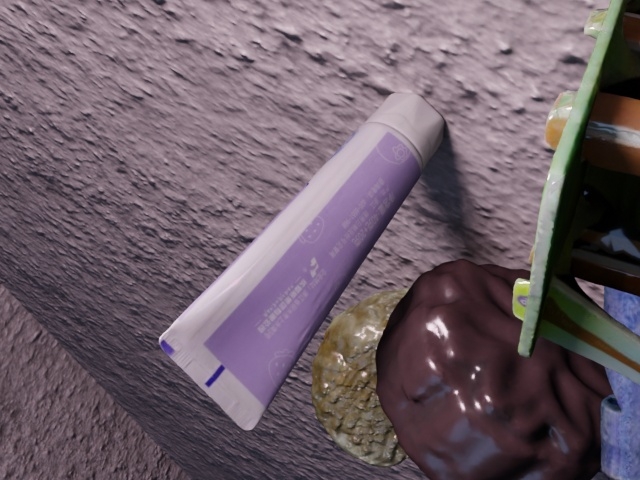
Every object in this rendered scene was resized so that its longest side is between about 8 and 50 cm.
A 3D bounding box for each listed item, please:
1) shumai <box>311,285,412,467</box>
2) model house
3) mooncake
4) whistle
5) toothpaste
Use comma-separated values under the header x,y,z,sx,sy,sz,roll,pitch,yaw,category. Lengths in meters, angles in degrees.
x,y,z,sx,sy,sz,roll,pitch,yaw,category
0.107,0.147,1.275,0.225,0.222,0.260,21,121,-7,shumai
0.322,-0.010,0.639,0.324,0.300,0.340,17,148,19,model house
0.200,0.143,1.021,0.283,0.283,0.141,38,129,0,mooncake
0.295,0.078,0.889,0.062,0.062,0.304,10,108,43,whistle
0.000,0.000,0.915,0.125,0.371,0.080,49,150,-22,toothpaste
